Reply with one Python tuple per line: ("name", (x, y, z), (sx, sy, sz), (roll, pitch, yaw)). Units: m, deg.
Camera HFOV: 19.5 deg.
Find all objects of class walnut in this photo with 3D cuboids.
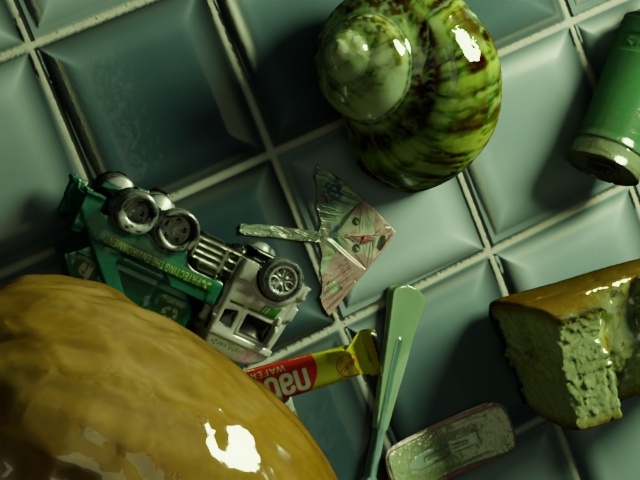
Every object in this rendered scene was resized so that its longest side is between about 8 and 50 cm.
("walnut", (-0.169, 0.219, 1.424), (0.398, 0.354, 0.308), (43, 46, -16))

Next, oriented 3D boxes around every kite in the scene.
("kite", (0.000, 0.000, 1.674), (0.152, 0.005, 0.137), (-5, 91, -22))

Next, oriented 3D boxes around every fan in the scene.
("fan", (0.063, 0.135, 1.693), (0.038, 0.016, 0.193), (14, 84, -24))

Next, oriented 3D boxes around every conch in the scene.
("conch", (0.075, -0.136, 1.644), (0.181, 0.124, 0.187), (10, 94, -20))

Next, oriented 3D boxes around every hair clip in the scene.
("hair clip", (0.117, 0.193, 1.712), (0.137, 0.022, 0.054), (-22, 98, -24))

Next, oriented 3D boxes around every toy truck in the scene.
("toy truck", (-0.126, 0.029, 1.571), (0.216, 0.110, 0.116), (26, 92, -21))

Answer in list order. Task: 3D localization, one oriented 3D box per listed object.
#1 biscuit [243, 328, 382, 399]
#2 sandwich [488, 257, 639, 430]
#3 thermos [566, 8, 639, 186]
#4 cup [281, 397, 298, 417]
("biscuit", (-0.089, 0.132, 1.572), (0.292, 0.026, 0.048), (-17, 109, 1))
("sandwich", (0.291, 0.081, 1.733), (0.235, 0.128, 0.122), (-18, 104, -22))
("thermos", (0.304, -0.148, 1.767), (0.083, 0.073, 0.188), (26, 79, -19))
("cup", (-0.058, 0.196, 1.610), (0.102, 0.074, 0.099), (-20, 98, -22))
